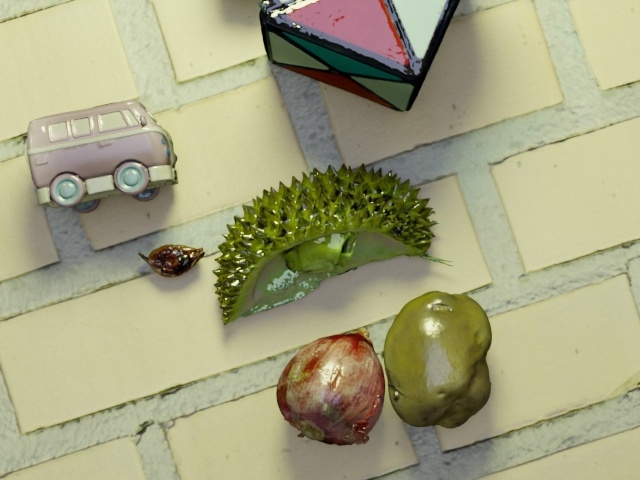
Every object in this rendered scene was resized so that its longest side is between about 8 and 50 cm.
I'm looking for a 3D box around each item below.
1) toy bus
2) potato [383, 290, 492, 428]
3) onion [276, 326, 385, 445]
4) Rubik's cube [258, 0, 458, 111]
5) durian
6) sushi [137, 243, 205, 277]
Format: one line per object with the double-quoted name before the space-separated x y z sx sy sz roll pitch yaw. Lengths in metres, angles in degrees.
"toy bus" -0.315 -0.123 1.739 0.202 0.142 0.142 -11 87 0
"potato" 0.169 0.173 1.726 0.137 0.154 0.201 1 89 38
"onion" 0.026 0.199 1.727 0.159 0.159 0.195 27 60 1
"Rubik's cube" 0.070 -0.351 1.704 0.250 0.246 0.248 22 85 2
"durian" 0.002 -0.008 1.770 0.355 0.157 0.170 -16 122 -1
"sushi" -0.219 0.029 1.777 0.099 0.047 0.050 -12 89 0
